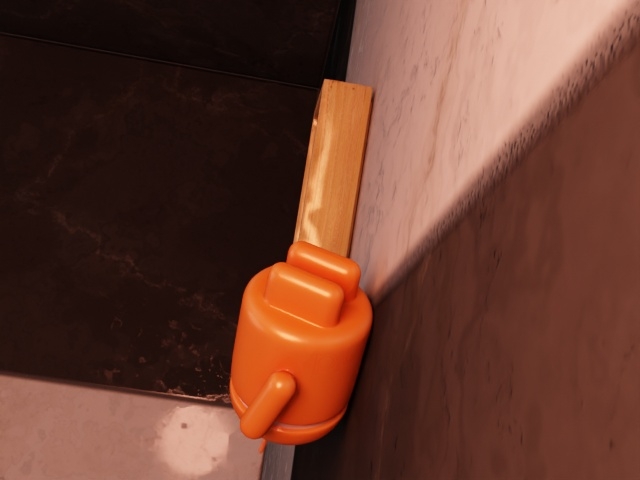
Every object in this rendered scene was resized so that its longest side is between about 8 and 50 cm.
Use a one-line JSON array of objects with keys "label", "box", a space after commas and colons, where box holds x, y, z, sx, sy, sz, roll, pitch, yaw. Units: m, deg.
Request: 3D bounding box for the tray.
[{"label": "tray", "box": [0.000, 0.000, 1.042, 0.203, 0.076, 0.411, 148, 131, -85]}]

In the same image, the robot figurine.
[{"label": "robot figurine", "box": [-0.023, 0.111, 0.711, 0.158, 0.128, 0.220, -114, 29, -50]}]
